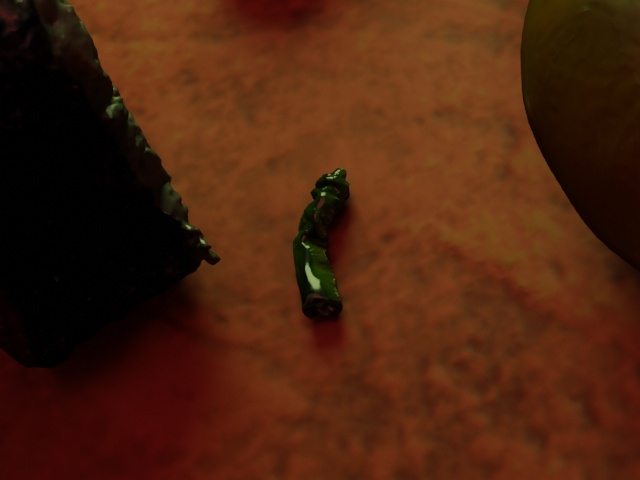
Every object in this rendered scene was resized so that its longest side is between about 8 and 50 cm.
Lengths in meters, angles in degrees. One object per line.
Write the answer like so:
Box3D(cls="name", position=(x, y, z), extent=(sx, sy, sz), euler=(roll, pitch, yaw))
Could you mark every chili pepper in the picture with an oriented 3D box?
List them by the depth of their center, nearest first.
Box3D(cls="chili pepper", position=(0.000, 0.000, 0.780), extent=(0.027, 0.022, 0.083), euler=(-29, 45, 44))

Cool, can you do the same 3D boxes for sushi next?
Box3D(cls="sushi", position=(-0.146, -0.047, 0.737), extent=(0.126, 0.225, 0.136), euler=(-38, 47, -3))

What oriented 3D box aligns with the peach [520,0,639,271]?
Box3D(cls="peach", position=(0.211, -0.076, 0.671), extent=(0.251, 0.153, 0.251), euler=(-13, 56, 20))
